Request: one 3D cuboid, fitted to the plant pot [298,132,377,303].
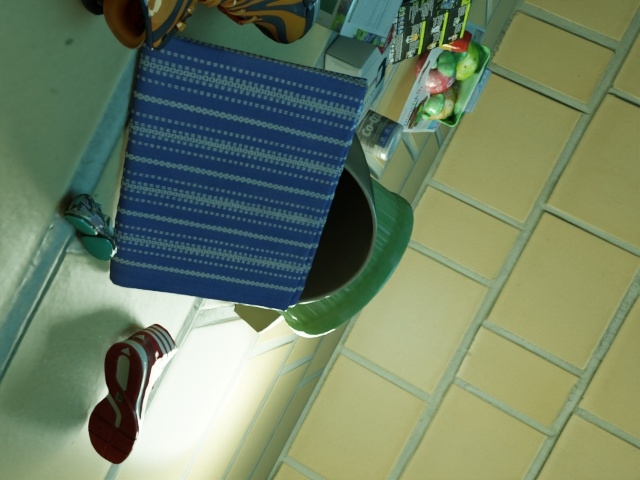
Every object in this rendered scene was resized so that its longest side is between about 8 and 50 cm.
[{"bbox_3d":[-0.035,-0.094,0.997,0.274,0.256,0.257,-74,-178,-55],"label":"plant pot"}]

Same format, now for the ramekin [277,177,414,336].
[{"bbox_3d":[0.000,0.000,1.217,0.303,0.148,0.303,-41,-157,22],"label":"ramekin"}]

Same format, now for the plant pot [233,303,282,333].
[{"bbox_3d":[-0.113,0.126,1.434,0.096,0.109,0.109,-51,170,13],"label":"plant pot"}]

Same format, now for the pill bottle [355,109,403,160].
[{"bbox_3d":[0.087,-0.221,1.391,0.078,0.137,0.078,-58,168,-20],"label":"pill bottle"}]

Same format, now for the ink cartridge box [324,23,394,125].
[{"bbox_3d":[0.066,-0.304,1.274,0.127,0.072,0.175,-57,166,-25],"label":"ink cartridge box"}]

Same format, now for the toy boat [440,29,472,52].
[{"bbox_3d":[0.298,-0.574,1.536,0.267,0.148,0.318,-10,120,-81],"label":"toy boat"}]

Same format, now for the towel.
[{"bbox_3d":[-0.104,-0.060,0.811,0.040,0.243,0.336,-101,-155,-52],"label":"towel"}]

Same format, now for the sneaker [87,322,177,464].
[{"bbox_3d":[-0.265,0.222,1.047,0.128,0.087,0.221,-37,154,-60],"label":"sneaker"}]

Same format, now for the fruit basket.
[{"bbox_3d":[0.338,-0.435,1.904,0.327,0.165,0.353,-66,164,18],"label":"fruit basket"}]

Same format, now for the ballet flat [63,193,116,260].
[{"bbox_3d":[-0.238,-0.016,0.749,0.041,0.041,0.114,-57,168,-21],"label":"ballet flat"}]

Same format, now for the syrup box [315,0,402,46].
[{"bbox_3d":[0.042,-0.352,1.025,0.096,0.093,0.237,-66,167,19],"label":"syrup box"}]

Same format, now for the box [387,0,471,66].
[{"bbox_3d":[0.207,-0.441,1.393,0.184,0.045,0.191,-24,160,-6],"label":"box"}]

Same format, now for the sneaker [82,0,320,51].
[{"bbox_3d":[-0.114,-0.235,0.637,0.180,0.124,0.321,-57,157,-5],"label":"sneaker"}]
